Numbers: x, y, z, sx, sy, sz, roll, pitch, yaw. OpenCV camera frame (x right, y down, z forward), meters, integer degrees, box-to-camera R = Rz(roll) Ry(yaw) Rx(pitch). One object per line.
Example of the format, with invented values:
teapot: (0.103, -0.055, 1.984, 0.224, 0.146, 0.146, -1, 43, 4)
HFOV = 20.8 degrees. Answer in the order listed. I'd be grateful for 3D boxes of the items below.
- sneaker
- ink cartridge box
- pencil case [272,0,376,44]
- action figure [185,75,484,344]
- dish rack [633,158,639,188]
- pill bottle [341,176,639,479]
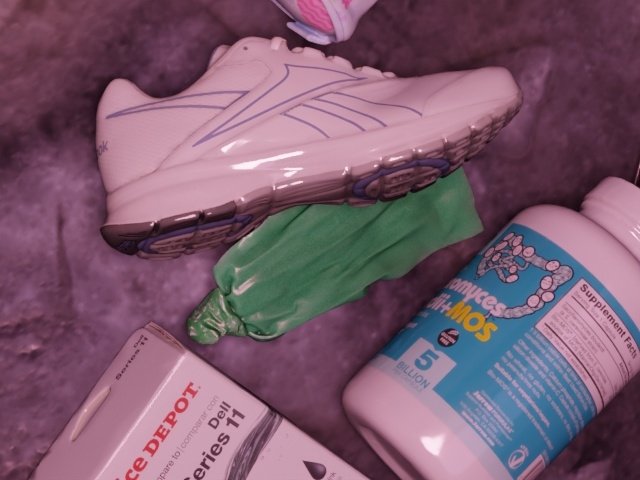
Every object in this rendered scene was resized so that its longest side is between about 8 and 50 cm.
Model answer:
sneaker: (-0.010, -0.082, 1.156, 0.297, 0.111, 0.129, -13, 76, -11)
ink cartridge box: (-0.077, 0.178, 1.223, 0.208, 0.087, 0.153, 38, 84, -26)
pencil case: (0.060, -0.259, 1.179, 0.273, 0.113, 0.124, -46, 149, -10)
action figure: (0.000, 0.000, 1.233, 0.232, 0.063, 0.137, -36, 116, -19)
dish rack: (0.373, -0.025, 1.400, 0.271, 0.074, 0.208, 6, 98, -26)
pill bottle: (0.152, 0.074, 1.276, 0.264, 0.146, 0.146, -44, 116, -11)
